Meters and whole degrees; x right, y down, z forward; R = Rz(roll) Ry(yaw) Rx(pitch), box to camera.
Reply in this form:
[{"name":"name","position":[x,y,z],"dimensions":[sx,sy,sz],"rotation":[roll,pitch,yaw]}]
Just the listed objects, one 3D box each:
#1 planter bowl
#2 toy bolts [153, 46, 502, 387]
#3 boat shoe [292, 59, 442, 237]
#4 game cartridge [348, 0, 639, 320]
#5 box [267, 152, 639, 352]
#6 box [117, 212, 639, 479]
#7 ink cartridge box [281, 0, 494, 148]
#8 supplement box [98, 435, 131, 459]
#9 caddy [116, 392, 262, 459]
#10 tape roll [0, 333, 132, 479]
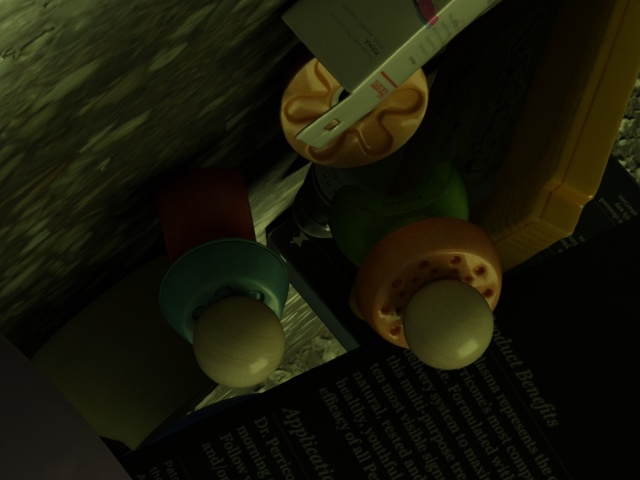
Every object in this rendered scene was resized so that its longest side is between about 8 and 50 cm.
[{"name":"planter bowl","position":[-0.148,0.102,1.586],"dimensions":[0.162,0.109,0.162],"rotation":[-40,173,-6]},{"name":"toy bolts","position":[0.000,0.000,1.278],"dimensions":[0.228,0.158,0.218],"rotation":[-17,130,-2]},{"name":"boat shoe","position":[0.102,-0.096,1.756],"dimensions":[0.335,0.121,0.119],"rotation":[-21,171,-38]},{"name":"game cartridge","position":[0.146,-0.094,1.495],"dimensions":[0.324,0.053,0.285],"rotation":[-37,-152,63]},{"name":"box","position":[0.170,0.036,1.940],"dimensions":[0.312,0.343,0.179],"rotation":[-39,174,-7]},{"name":"box","position":[0.107,0.293,1.540],"dimensions":[0.472,0.297,0.480],"rotation":[-23,151,-12]},{"name":"ink cartridge box","position":[0.047,-0.145,1.182],"dimensions":[0.198,0.067,0.115],"rotation":[-42,173,4]},{"name":"supplement box","position":[-0.246,0.195,1.789],"dimensions":[0.104,0.081,0.188],"rotation":[-41,173,8]},{"name":"caddy","position":[-0.142,0.272,1.767],"dimensions":[0.341,0.179,0.241],"rotation":[-33,154,-5]},{"name":"tape roll","position":[-0.176,0.172,1.133],"dimensions":[0.090,0.275,0.275],"rotation":[-36,173,-21]}]
